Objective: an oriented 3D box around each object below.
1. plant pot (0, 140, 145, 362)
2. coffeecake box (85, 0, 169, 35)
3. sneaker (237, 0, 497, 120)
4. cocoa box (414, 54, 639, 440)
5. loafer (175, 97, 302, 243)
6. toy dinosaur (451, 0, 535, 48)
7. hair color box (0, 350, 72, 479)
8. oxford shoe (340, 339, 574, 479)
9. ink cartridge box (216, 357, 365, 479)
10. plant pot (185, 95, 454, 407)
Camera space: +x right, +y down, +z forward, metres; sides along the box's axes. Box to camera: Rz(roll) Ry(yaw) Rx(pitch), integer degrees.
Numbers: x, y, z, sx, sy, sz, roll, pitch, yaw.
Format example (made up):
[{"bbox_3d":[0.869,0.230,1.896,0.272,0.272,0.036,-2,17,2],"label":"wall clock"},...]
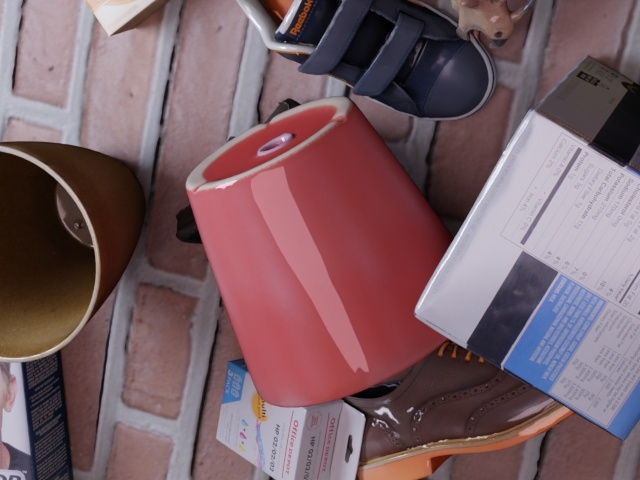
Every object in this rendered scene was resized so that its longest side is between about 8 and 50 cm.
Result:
[{"bbox_3d":[-0.301,-0.013,1.736,0.237,0.254,0.237,5,105,17],"label":"plant pot"},{"bbox_3d":[-0.223,-0.347,1.722,0.142,0.068,0.185,-33,92,24],"label":"coffeecake box"},{"bbox_3d":[0.032,-0.221,1.641,0.321,0.127,0.126,30,110,7],"label":"sneaker"},{"bbox_3d":[0.274,-0.006,1.496,0.228,0.347,0.231,31,111,8],"label":"cocoa box"},{"bbox_3d":[-0.083,-0.078,1.751,0.220,0.080,0.078,-38,67,14],"label":"loafer"},{"bbox_3d":[0.115,-0.332,1.528,0.200,0.295,0.127,12,67,18],"label":"toy dinosaur"},{"bbox_3d":[-0.413,0.219,1.917,0.174,0.105,0.347,1,104,18],"label":"hair color box"},{"bbox_3d":[0.174,0.160,1.697,0.364,0.130,0.132,-25,89,23],"label":"oxford shoe"},{"bbox_3d":[-0.036,0.214,1.770,0.181,0.061,0.104,26,115,43],"label":"ink cartridge box"},{"bbox_3d":[0.000,0.000,1.607,0.275,0.275,0.243,-20,108,22],"label":"plant pot"}]
